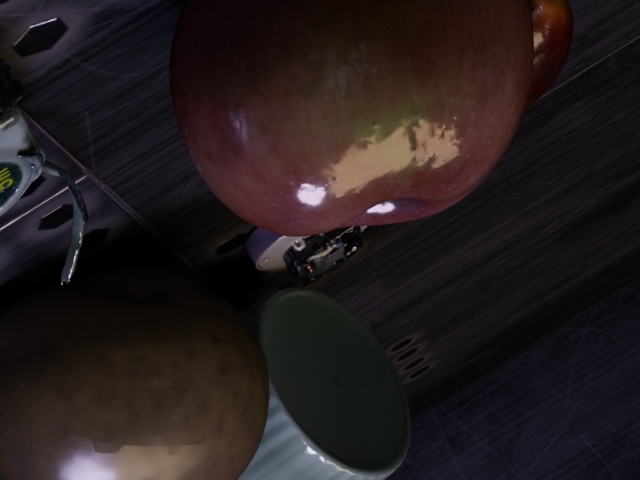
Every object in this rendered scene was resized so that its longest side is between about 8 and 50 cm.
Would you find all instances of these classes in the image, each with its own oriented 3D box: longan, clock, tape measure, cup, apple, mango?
[{"bbox_3d":[-0.211,0.166,1.763,0.350,0.288,0.288,1,145,-46],"label":"longan"},{"bbox_3d":[0.000,0.000,2.004,0.172,0.064,0.198,-29,164,-5],"label":"clock"},{"bbox_3d":[-0.283,-0.033,1.362,0.164,0.084,0.330,-26,162,-10],"label":"tape measure"},{"bbox_3d":[-0.116,0.229,2.101,0.310,0.401,0.392,27,130,-37],"label":"cup"},{"bbox_3d":[0.032,-0.129,1.320,0.306,0.235,0.306,-14,173,-2],"label":"apple"},{"bbox_3d":[0.183,-0.182,1.721,0.133,0.111,0.267,-34,173,-36],"label":"mango"}]
